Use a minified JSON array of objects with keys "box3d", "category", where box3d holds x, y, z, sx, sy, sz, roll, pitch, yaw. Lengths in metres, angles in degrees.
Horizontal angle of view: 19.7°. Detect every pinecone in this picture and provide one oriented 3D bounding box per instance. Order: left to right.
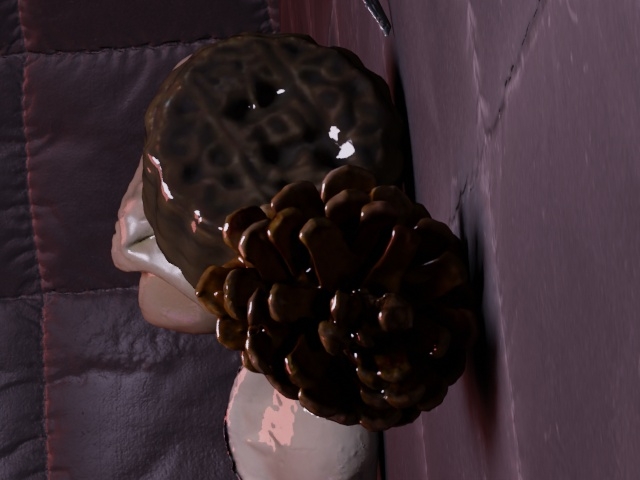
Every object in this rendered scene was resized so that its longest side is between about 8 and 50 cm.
[{"box3d":[0.018,0.037,1.189,0.150,0.179,0.195,-63,18,10],"category":"pinecone"}]

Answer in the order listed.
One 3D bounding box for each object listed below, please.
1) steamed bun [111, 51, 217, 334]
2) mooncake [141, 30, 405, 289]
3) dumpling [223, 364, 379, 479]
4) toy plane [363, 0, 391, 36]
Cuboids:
[{"box3d":[-0.095,-0.037,2.353,0.368,0.255,0.342,-66,-14,3],"category":"steamed bun"},{"box3d":[-0.039,-0.064,1.530,0.124,0.228,0.228,87,177,-64],"category":"mooncake"},{"box3d":[-0.021,0.210,2.037,0.142,0.172,0.247,-103,7,-79],"category":"dumpling"},{"box3d":[-0.005,-0.269,1.593,0.226,0.058,0.226,47,-158,0],"category":"toy plane"}]
